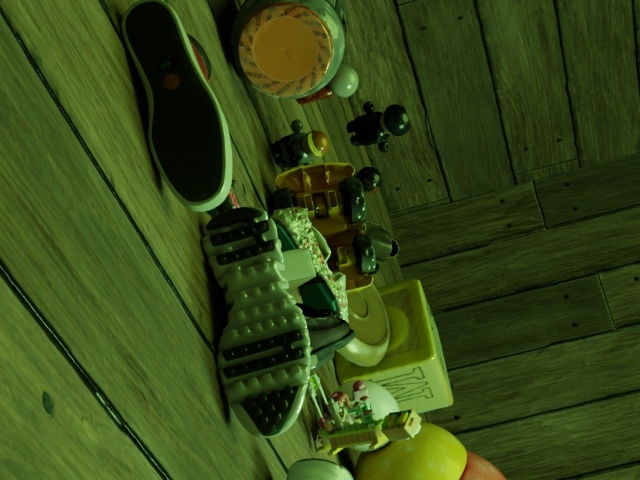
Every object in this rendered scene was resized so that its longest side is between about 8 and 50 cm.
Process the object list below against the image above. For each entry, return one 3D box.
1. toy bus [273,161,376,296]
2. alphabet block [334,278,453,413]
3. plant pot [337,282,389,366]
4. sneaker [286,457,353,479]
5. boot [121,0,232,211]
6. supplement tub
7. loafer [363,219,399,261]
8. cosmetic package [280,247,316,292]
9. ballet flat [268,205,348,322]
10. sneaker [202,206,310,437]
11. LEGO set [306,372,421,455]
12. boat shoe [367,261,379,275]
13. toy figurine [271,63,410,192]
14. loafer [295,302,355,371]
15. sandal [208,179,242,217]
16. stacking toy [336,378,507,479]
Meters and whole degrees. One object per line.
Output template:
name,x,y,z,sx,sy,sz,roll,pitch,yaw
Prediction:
toy bus,0.000,0.000,2.051,0.211,0.150,0.220,112,-32,-75
alphabet block,0.134,0.219,2.331,0.197,0.194,0.192,65,11,-53
plant pot,0.053,0.114,2.164,0.236,0.032,0.236,38,34,-32
sneaker,0.008,0.417,1.462,0.297,0.111,0.129,69,25,-16
boot,-0.146,-0.144,1.390,0.176,0.088,0.244,41,31,-80
supplement tub,-0.052,-0.355,2.068,0.316,0.194,0.193,-83,157,-69
loafer,0.094,-0.001,2.209,0.220,0.078,0.080,0,104,-71
cosmetic package,-0.055,0.045,1.588,0.115,0.060,0.041,146,-68,-66
ballet flat,-0.003,0.050,1.898,0.077,0.091,0.241,-36,107,-36
sneaker,-0.069,0.104,1.428,0.118,0.110,0.292,80,0,-58
LEGO set,0.042,0.250,1.822,0.287,0.132,0.107,172,-103,-75
boat shoe,0.051,-0.022,2.333,0.095,0.079,0.254,-90,163,-55
toy figurine,0.040,-0.190,2.183,0.213,0.148,0.209,37,62,-29
loafer,-0.019,0.126,1.733,0.302,0.109,0.095,-29,100,-79
sandal,-0.120,-0.051,1.558,0.179,0.040,0.067,61,16,-62
stacking toy,0.179,0.427,2.070,0.479,0.351,0.350,57,12,-15
